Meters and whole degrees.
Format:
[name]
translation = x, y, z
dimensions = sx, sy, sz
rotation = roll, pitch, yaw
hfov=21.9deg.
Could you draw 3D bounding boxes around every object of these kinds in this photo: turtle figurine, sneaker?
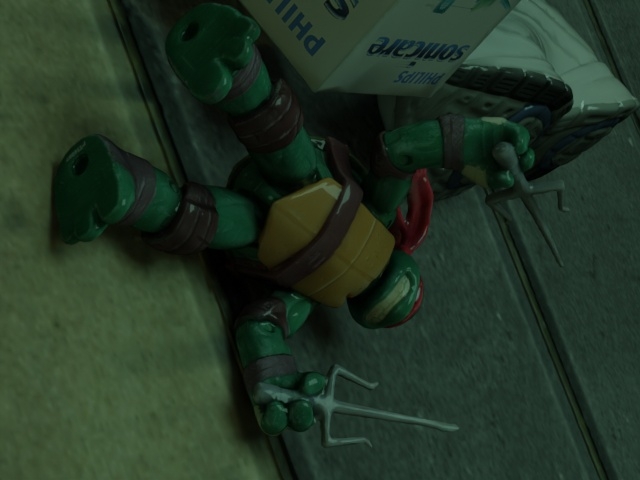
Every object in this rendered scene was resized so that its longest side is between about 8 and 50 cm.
[turtle figurine]
translation = 0.000, 0.000, 0.744
dimensions = 0.234, 0.118, 0.175
rotation = 34, 81, -39
[sneaker]
translation = 0.095, -0.103, 1.010
dimensions = 0.129, 0.111, 0.297
rotation = 58, 20, 10

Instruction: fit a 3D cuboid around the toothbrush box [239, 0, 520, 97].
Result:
[toothbrush box]
translation = 0.055, -0.243, 0.784
dimensions = 0.216, 0.295, 0.126
rotation = 51, 25, 18
